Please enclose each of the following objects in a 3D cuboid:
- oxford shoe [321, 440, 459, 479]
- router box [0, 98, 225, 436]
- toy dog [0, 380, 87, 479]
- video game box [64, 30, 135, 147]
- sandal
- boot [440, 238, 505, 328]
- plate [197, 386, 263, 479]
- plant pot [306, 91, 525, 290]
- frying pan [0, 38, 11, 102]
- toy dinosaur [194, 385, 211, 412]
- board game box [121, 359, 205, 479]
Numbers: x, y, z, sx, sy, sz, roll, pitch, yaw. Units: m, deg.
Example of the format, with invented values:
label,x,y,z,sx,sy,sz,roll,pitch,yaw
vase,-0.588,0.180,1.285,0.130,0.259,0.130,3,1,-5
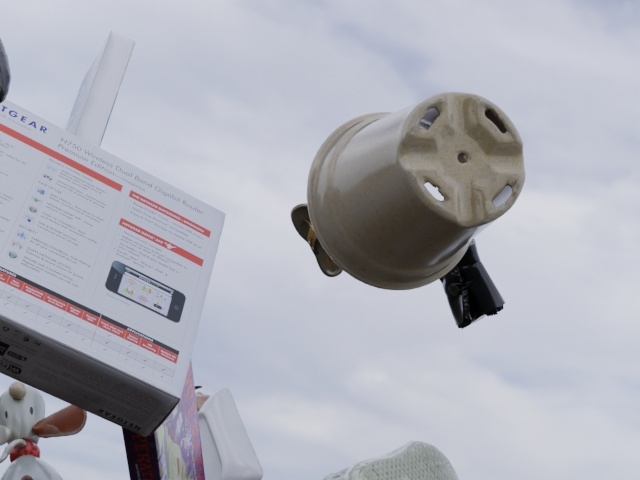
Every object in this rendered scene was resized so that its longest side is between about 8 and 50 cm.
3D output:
label,x,y,z,sx,sy,sz,roll,pitch,yaw
oxford shoe,0.117,0.417,1.711,0.130,0.169,0.449,-30,-21,22
router box,-0.287,0.015,1.175,0.335,0.301,0.082,28,-52,-16
toy dog,-0.423,0.311,1.517,0.334,0.220,0.161,39,-42,37
video game box,-0.357,-0.193,1.656,0.048,0.205,0.187,23,-25,-21
sandal,0.000,0.000,2.281,0.072,0.180,0.049,-28,12,-2
boot,0.253,0.089,2.242,0.246,0.207,0.094,-22,-1,44
plate,-0.218,0.412,1.803,0.045,0.277,0.278,29,12,-27
plant pot,0.179,-0.103,1.820,0.334,0.334,0.305,15,-16,-15
frying pan,-0.318,-0.199,0.887,0.053,0.326,0.197,26,-45,-38
toy dinosaur,-0.283,0.358,2.292,0.296,0.127,0.200,18,13,19
board game box,-0.205,0.330,1.469,0.056,0.347,0.208,-3,23,3
